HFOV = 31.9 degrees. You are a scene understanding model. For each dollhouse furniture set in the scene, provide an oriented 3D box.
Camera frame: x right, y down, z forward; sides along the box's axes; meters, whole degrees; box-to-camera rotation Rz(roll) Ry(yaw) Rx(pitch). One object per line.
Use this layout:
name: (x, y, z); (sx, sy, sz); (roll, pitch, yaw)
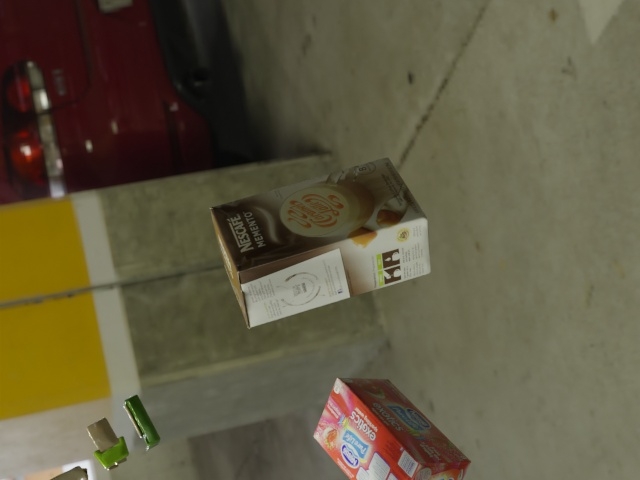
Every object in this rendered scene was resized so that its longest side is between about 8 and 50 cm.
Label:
dollhouse furniture set: (-0.255, 0.232, 1.227); (0.058, 0.151, 0.076); (58, 161, 12)

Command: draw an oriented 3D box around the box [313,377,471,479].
box: (0.116, 0.351, 1.891); (0.257, 0.122, 0.128); (41, 116, 47)

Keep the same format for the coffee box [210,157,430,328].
coffee box: (0.000, 0.000, 1.427); (0.141, 0.246, 0.098); (-118, 15, -47)
